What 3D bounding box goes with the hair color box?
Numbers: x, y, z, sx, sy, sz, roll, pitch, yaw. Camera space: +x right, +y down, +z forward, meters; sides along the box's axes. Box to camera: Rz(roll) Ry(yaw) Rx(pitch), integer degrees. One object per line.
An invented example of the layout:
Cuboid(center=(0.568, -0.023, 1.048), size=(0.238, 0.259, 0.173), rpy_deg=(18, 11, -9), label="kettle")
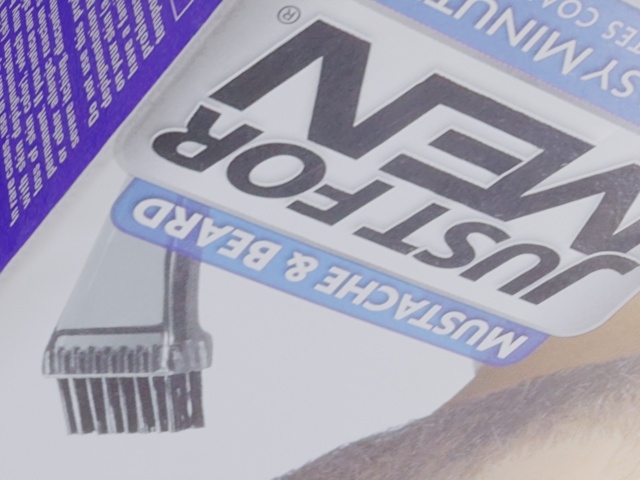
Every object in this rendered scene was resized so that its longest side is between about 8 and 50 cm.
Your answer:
Cuboid(center=(0.000, 0.000, 0.426), size=(0.185, 0.339, 0.110), rpy_deg=(19, 41, -33), label="hair color box")
